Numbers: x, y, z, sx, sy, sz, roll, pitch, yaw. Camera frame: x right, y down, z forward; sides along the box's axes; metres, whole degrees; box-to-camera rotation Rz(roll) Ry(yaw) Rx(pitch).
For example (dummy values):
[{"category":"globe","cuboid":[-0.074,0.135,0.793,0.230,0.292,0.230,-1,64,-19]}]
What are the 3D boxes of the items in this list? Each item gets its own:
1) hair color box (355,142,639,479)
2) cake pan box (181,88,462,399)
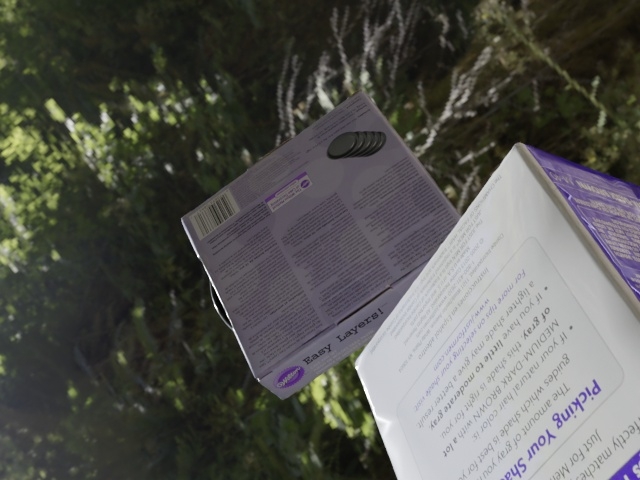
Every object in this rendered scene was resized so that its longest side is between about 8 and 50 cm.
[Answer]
[{"category":"hair color box","cuboid":[0.145,0.130,0.417,0.110,0.185,0.339,15,-146,-28]},{"category":"cake pan box","cuboid":[0.000,0.000,0.926,0.070,0.266,0.246,51,-176,-48]}]
